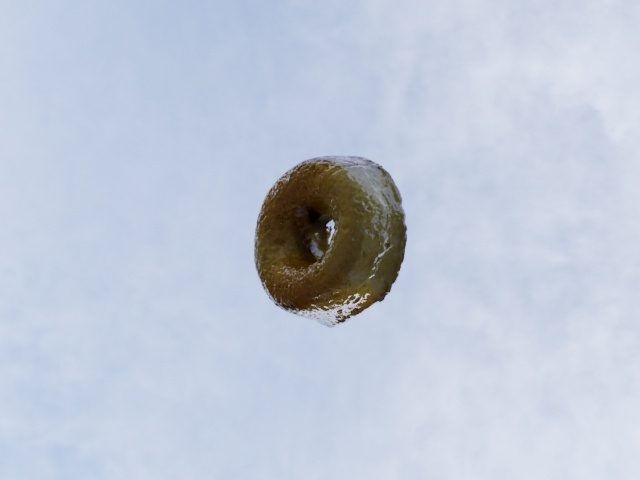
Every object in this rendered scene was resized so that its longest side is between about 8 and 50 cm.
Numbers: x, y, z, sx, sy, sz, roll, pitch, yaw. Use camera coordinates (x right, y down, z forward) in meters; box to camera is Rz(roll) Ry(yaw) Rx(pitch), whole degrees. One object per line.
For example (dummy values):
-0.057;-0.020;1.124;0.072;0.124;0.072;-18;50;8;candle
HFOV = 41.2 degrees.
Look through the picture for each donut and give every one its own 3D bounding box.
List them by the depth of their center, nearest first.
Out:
-0.001;-0.002;0.850;0.190;0.075;0.174;-7;-103;54;donut
